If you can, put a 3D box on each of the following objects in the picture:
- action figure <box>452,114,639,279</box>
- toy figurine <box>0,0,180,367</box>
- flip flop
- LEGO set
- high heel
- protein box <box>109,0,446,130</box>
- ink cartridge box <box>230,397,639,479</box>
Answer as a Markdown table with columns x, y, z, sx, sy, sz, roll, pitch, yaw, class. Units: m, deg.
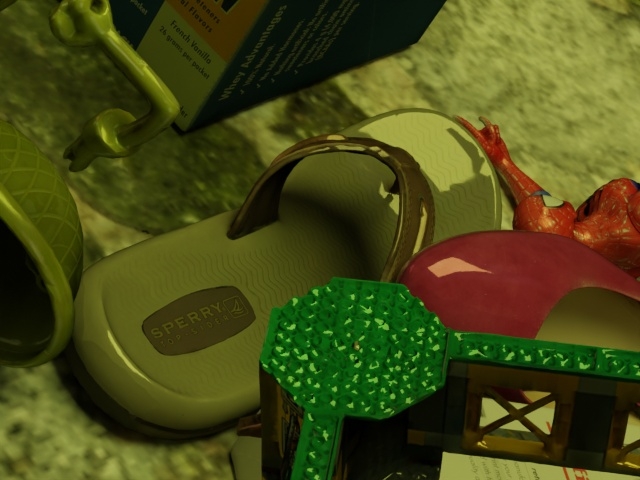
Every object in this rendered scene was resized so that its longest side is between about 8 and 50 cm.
| x | y | z | sx | sy | sz | roll | pitch | yaw | class |
| --- | --- | --- | --- | --- | --- | --- | --- | --- | --- |
| 0.188 | -0.040 | 1.027 | 0.280 | 0.091 | 0.139 | -7 | 61 | -43 | action figure |
| -0.176 | -0.144 | 0.788 | 0.362 | 0.191 | 0.217 | 40 | 33 | 2 | toy figurine |
| 0.000 | 0.000 | 0.847 | 0.112 | 0.080 | 0.277 | 48 | 39 | 15 | flip flop |
| 0.068 | 0.183 | 0.592 | 0.255 | 0.192 | 0.331 | 0 | 44 | -1 | LEGO set |
| 0.144 | 0.067 | 0.855 | 0.244 | 0.082 | 0.117 | 28 | 5 | -36 | high heel |
| -0.003 | -0.188 | 0.942 | 0.136 | 0.200 | 0.201 | 47 | 39 | 14 | protein box |
| 0.062 | 0.121 | 0.785 | 0.180 | 0.060 | 0.104 | 12 | 44 | -28 | ink cartridge box |
